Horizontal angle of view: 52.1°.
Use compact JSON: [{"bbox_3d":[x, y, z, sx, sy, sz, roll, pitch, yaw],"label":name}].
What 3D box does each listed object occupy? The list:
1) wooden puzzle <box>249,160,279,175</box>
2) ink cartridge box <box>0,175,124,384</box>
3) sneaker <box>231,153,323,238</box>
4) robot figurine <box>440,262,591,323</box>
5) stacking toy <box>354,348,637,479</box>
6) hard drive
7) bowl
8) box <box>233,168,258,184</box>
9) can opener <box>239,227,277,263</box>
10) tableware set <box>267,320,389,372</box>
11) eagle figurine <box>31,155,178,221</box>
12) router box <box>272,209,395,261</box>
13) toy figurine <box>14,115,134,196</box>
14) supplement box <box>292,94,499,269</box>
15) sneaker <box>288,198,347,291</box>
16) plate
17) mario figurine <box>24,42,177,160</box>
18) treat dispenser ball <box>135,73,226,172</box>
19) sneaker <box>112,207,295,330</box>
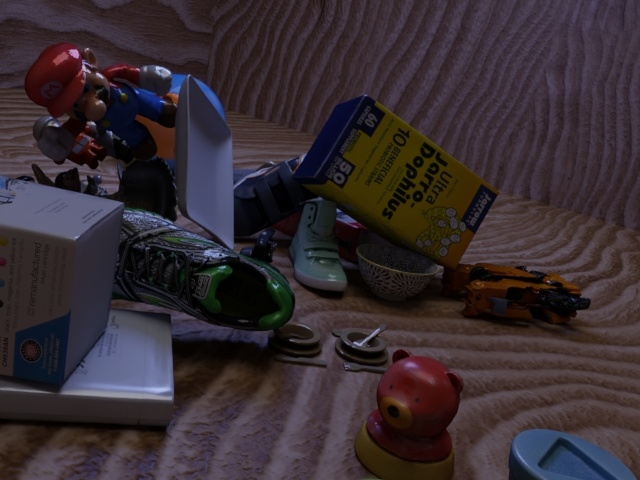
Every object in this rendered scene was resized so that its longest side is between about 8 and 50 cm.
[{"bbox_3d":[-0.103,-0.139,1.704,0.238,0.044,0.221,-6,-20,-46],"label":"wooden puzzle"},{"bbox_3d":[-0.367,0.030,0.732,0.232,0.171,0.168,11,16,-3],"label":"ink cartridge box"},{"bbox_3d":[-0.088,-0.112,1.475,0.321,0.126,0.127,-37,21,-28],"label":"sneaker"},{"bbox_3d":[0.412,0.109,1.379,0.291,0.085,0.211,7,17,-16],"label":"robot figurine"},{"bbox_3d":[0.161,0.240,0.660,0.309,0.130,0.279,18,17,22],"label":"stacking toy"},{"bbox_3d":[-0.359,0.134,0.783,0.353,0.047,0.233,8,17,-16],"label":"hard drive"},{"bbox_3d":[0.146,0.072,1.314,0.170,0.080,0.170,11,17,-3],"label":"bowl"},{"bbox_3d":[-0.261,-0.151,1.708,0.186,0.038,0.145,-12,-4,43],"label":"box"},{"bbox_3d":[-0.119,0.004,1.385,0.073,0.059,0.186,13,16,4],"label":"can opener"},{"bbox_3d":[0.016,0.151,1.017,0.194,0.039,0.128,9,16,-12],"label":"tableware set"},{"bbox_3d":[-0.317,-0.028,1.133,0.298,0.225,0.226,7,-1,20],"label":"eagle figurine"},{"bbox_3d":[0.067,-0.053,1.676,0.301,0.082,0.335,23,19,32],"label":"router box"},{"bbox_3d":[-0.501,-0.147,1.334,0.148,0.213,0.209,28,18,4],"label":"toy figurine"},{"bbox_3d":[0.154,-0.117,1.378,0.356,0.194,0.195,32,-4,-17],"label":"supplement box"},{"bbox_3d":[-0.001,0.000,1.322,0.094,0.151,0.256,8,18,-21],"label":"sneaker"},{"bbox_3d":[-0.230,-0.141,1.293,0.045,0.277,0.278,-4,-15,8],"label":"plate"},{"bbox_3d":[-0.369,-0.223,1.149,0.170,0.198,0.320,4,-6,24],"label":"mario figurine"},{"bbox_3d":[-0.422,-0.342,1.921,0.288,0.288,0.288,11,16,-3],"label":"treat dispenser ball"},{"bbox_3d":[-0.191,0.038,0.913,0.343,0.134,0.146,16,-5,-11],"label":"sneaker"}]
